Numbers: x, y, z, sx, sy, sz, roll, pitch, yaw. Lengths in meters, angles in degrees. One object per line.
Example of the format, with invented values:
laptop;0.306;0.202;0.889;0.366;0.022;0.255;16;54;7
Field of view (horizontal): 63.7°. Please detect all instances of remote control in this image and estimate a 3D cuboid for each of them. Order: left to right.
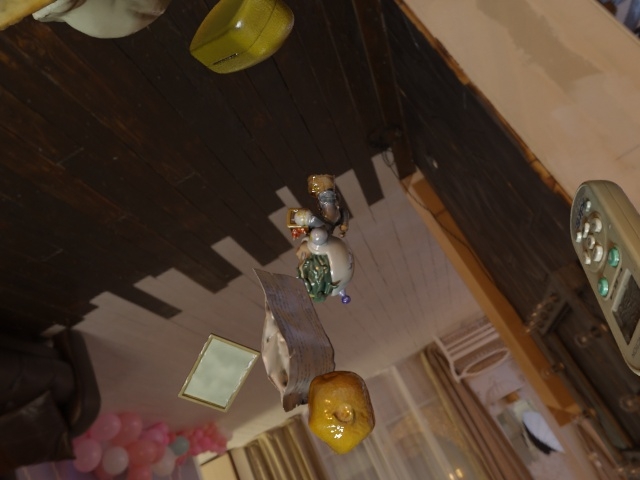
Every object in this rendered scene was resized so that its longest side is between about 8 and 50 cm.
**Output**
remote control;0.264;0.022;0.445;0.042;0.221;0.078;2;126;6

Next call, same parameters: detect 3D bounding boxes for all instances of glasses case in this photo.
glasses case;-0.183;-0.500;1.233;0.141;0.371;0.173;29;84;-31

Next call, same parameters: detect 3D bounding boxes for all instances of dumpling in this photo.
dumpling;-0.345;-0.494;0.895;0.395;0.315;0.233;-38;125;6

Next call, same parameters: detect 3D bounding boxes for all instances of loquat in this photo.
loquat;0.028;0.279;0.846;0.113;0.137;0.137;-17;152;-18

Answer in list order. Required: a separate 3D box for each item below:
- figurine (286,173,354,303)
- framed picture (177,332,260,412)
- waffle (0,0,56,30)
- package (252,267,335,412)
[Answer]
figurine;-0.002;-0.001;1.493;0.186;0.382;0.261;-8;160;10
framed picture;-0.256;0.337;1.301;0.136;0.010;0.201;25;107;-17
waffle;-0.396;-0.348;0.620;0.212;0.308;0.091;-29;139;-1
package;-0.041;0.178;0.956;0.062;0.251;0.204;-17;163;18
